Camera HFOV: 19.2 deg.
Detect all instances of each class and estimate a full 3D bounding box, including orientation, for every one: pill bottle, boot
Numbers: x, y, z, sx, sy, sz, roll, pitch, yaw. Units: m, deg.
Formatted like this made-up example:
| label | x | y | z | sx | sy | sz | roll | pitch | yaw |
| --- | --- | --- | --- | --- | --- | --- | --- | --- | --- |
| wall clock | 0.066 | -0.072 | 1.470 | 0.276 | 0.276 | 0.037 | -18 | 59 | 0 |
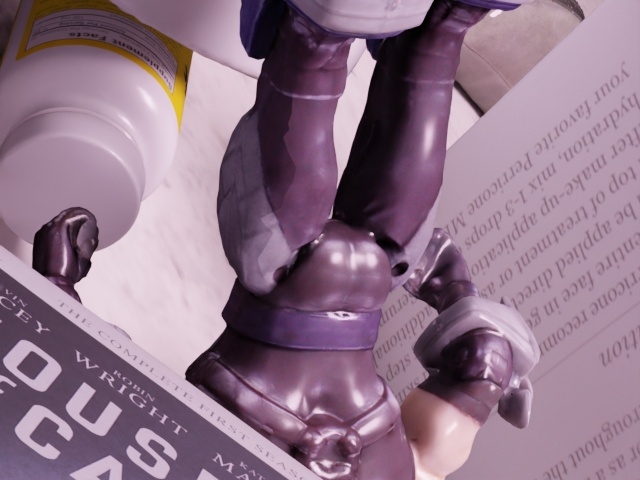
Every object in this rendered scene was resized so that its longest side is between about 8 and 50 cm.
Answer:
| label | x | y | z | sx | sy | sz | roll | pitch | yaw |
| --- | --- | --- | --- | --- | --- | --- | --- | --- | --- |
| pill bottle | -0.078 | -0.048 | 0.643 | 0.065 | 0.065 | 0.116 | 50 | 25 | -28 |
| boot | 0.153 | -0.054 | 1.172 | 0.246 | 0.083 | 0.161 | 26 | 47 | -55 |

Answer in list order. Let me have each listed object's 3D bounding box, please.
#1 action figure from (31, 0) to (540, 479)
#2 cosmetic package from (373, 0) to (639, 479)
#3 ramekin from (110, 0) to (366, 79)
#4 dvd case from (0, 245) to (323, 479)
| label | x | y | z | sx | sy | sz | roll | pitch | yaw |
| --- | --- | --- | --- | --- | --- | --- | --- | --- | --- |
| action figure | 0.000 | 0.000 | 0.565 | 0.185 | 0.285 | 0.099 | -1 | 24 | -39 |
| cosmetic package | 0.171 | 0.155 | 0.690 | 0.161 | 0.230 | 0.453 | 6 | 55 | -35 |
| ramekin | -0.054 | -0.195 | 0.672 | 0.277 | 0.135 | 0.277 | 37 | 19 | -15 |
| dvd case | -0.056 | 0.078 | 0.393 | 0.179 | 0.029 | 0.238 | 36 | 18 | -3 |
